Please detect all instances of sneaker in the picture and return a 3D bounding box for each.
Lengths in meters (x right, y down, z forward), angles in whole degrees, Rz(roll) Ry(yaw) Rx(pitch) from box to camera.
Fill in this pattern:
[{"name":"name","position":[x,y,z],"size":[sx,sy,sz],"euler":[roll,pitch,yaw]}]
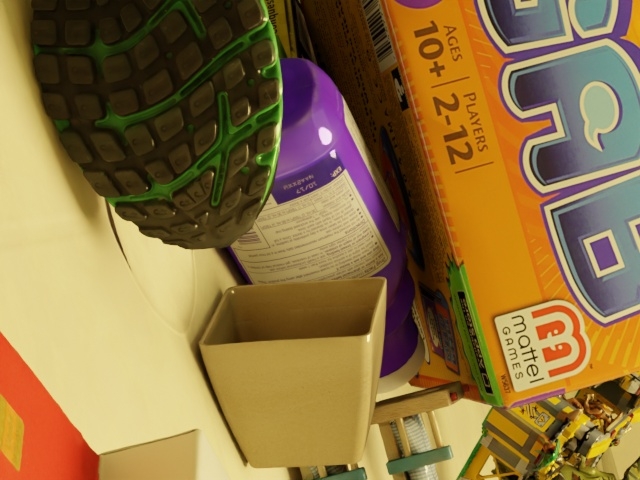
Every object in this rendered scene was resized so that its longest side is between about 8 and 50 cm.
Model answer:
[{"name":"sneaker","position":[-0.094,-0.161,1.061],"size":[0.146,0.134,0.343],"euler":[14,61,-76]}]

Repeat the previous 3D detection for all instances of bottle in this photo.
[{"name":"bottle","position":[0.000,0.000,1.295],"size":[0.092,0.118,0.283],"euler":[-94,161,-44]}]

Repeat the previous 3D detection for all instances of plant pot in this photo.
[{"name":"plant pot","position":[-0.011,0.089,1.195],"size":[0.109,0.109,0.096],"euler":[-68,154,-70]}]

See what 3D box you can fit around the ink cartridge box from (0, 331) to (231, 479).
[{"name":"ink cartridge box","position":[-0.084,0.205,0.815],"size":[0.296,0.066,0.261],"euler":[-93,163,-46]}]

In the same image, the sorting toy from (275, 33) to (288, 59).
[{"name":"sorting toy","position":[-0.078,-0.186,1.351],"size":[0.348,0.047,0.196],"euler":[-15,89,-77]}]

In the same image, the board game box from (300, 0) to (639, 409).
[{"name":"board game box","position":[0.218,-0.096,1.425],"size":[0.356,0.356,0.356],"euler":[167,-93,-82]}]

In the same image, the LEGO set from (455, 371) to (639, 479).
[{"name":"LEGO set","position":[0.243,0.227,1.559],"size":[0.192,0.255,0.331],"euler":[36,16,20]}]

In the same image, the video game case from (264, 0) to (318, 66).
[{"name":"video game case","position":[0.012,-0.049,1.598],"size":[0.275,0.035,0.248],"euler":[58,20,-52]}]

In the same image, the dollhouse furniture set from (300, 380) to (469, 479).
[{"name":"dollhouse furniture set","position":[0.041,0.179,1.227],"size":[0.184,0.129,0.129],"euler":[-10,84,-77]}]
